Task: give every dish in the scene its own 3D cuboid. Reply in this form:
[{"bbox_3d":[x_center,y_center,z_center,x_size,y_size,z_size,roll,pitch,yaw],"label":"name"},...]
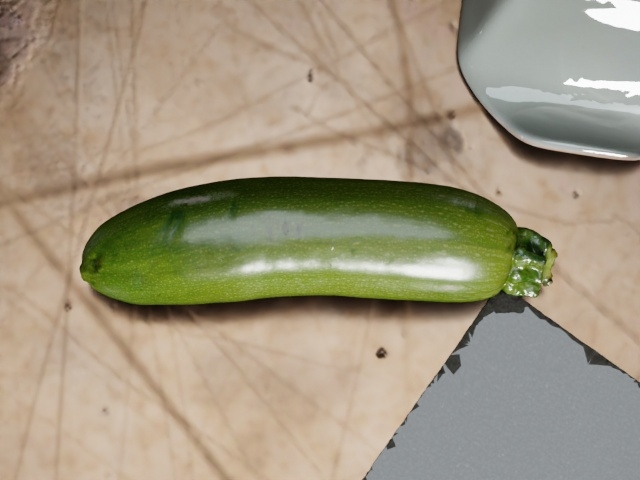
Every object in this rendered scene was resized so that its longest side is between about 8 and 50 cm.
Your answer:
[{"bbox_3d":[0.162,-0.162,0.981,0.154,0.064,0.234,8,78,-1],"label":"dish"}]

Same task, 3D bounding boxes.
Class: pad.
[{"bbox_3d":[0.095,0.147,0.940,0.143,0.003,0.211,36,79,5],"label":"pad"}]

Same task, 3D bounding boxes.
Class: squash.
[{"bbox_3d":[0.000,0.000,0.937,0.258,0.069,0.069,-1,78,-3],"label":"squash"}]
